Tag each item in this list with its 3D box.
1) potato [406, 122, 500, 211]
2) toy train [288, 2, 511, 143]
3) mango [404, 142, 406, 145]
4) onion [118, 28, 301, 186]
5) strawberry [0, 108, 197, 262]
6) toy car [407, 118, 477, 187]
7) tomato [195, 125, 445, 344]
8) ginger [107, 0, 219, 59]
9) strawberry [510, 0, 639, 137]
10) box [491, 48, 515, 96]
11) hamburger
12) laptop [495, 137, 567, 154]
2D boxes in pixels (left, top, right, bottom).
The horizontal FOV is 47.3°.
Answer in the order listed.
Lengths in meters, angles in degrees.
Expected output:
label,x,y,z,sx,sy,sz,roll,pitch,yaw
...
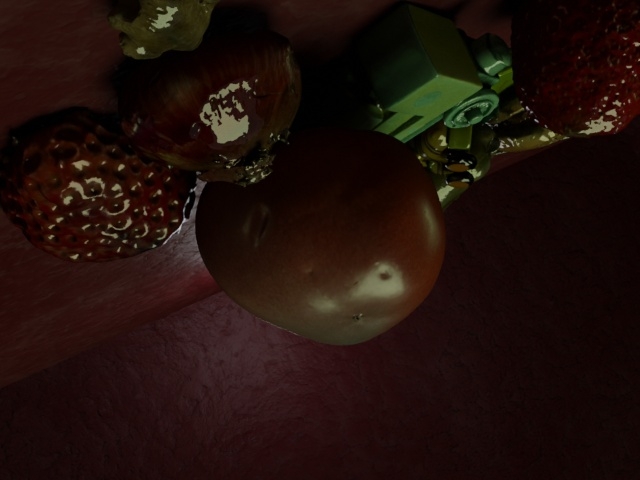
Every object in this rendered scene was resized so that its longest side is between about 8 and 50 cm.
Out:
label,x,y,z,sx,sy,sz,roll,pitch,yaw
potato,0.243,-0.162,1.671,0.351,0.202,0.218,-22,-149,31
toy train,0.090,-0.204,1.131,0.397,0.160,0.253,-30,163,36
mango,0.081,-0.156,1.462,0.193,0.146,0.316,-32,167,6
onion,-0.113,-0.137,0.840,0.230,0.163,0.230,-24,-179,0
strawberry,-0.266,-0.055,0.948,0.254,0.150,0.280,-20,173,-29
toy car,0.239,-0.218,1.445,0.143,0.200,0.248,3,161,10
tomato,0.000,0.000,1.010,0.342,0.272,0.341,-9,158,-4
ginger,-0.148,-0.207,0.621,0.133,0.058,0.214,-36,170,33
strawberry,0.421,-0.286,1.146,0.258,0.276,0.257,11,167,3
box,0.458,-0.381,1.545,0.335,0.047,0.187,-26,173,-10
hamburger,0.504,-0.298,1.671,0.283,0.144,0.259,-30,-167,-12
laptop,0.467,-0.273,1.813,0.269,0.015,0.187,-12,-146,11
